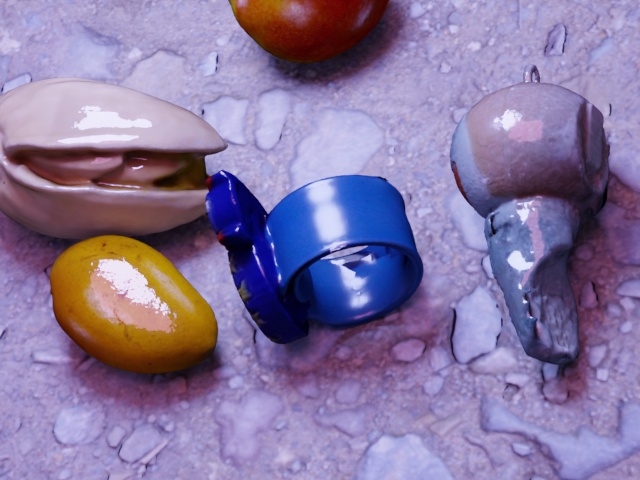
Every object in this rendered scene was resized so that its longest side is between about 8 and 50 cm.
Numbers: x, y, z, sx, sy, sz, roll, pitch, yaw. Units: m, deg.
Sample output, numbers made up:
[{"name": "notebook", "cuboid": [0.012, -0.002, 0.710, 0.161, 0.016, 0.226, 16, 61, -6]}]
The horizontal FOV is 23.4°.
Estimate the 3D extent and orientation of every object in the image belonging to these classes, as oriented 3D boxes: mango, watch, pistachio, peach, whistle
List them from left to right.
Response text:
[{"name": "pistachio", "cuboid": [-0.264, -0.095, 1.855, 0.318, 0.214, 0.193, 7, 103, 8]}, {"name": "mango", "cuboid": [-0.212, 0.077, 1.767, 0.219, 0.112, 0.145, 29, 66, 24]}, {"name": "peach", "cuboid": [-0.015, -0.320, 1.926, 0.192, 0.190, 0.190, -39, 55, 11]}, {"name": "watch", "cuboid": [0.004, 0.008, 1.710, 0.200, 0.196, 0.171, -20, 65, 11]}, {"name": "whistle", "cuboid": [0.225, -0.031, 1.701, 0.189, 0.189, 0.347, -3, 71, 13]}]
